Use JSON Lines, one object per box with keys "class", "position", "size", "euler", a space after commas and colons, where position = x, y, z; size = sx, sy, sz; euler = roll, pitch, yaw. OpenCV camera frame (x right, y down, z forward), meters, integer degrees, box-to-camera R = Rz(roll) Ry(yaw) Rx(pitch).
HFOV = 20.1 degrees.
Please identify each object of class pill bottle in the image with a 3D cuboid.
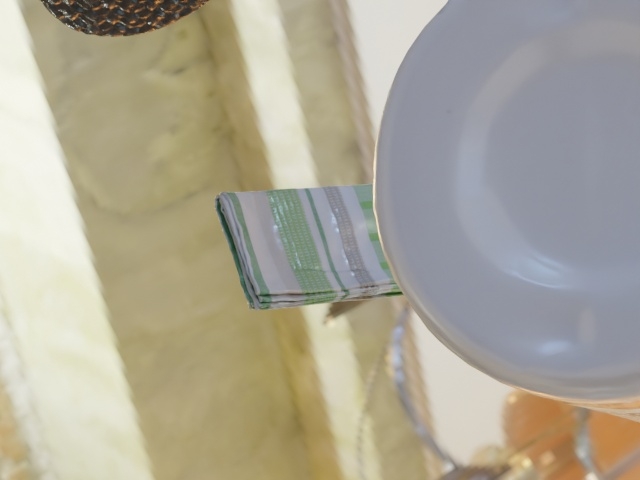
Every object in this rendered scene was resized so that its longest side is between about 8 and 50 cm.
{"class": "pill bottle", "position": [0.204, -0.008, 0.979], "size": [0.224, 0.392, 0.224], "euler": [-5, -102, 26]}

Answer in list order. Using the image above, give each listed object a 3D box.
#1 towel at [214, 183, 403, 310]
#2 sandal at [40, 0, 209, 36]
{"class": "towel", "position": [0.000, 0.000, 1.451], "size": [0.023, 0.152, 0.113], "euler": [117, -39, -51]}
{"class": "sandal", "position": [-0.126, -0.320, 1.363], "size": [0.446, 0.167, 0.107], "euler": [111, -16, -53]}
